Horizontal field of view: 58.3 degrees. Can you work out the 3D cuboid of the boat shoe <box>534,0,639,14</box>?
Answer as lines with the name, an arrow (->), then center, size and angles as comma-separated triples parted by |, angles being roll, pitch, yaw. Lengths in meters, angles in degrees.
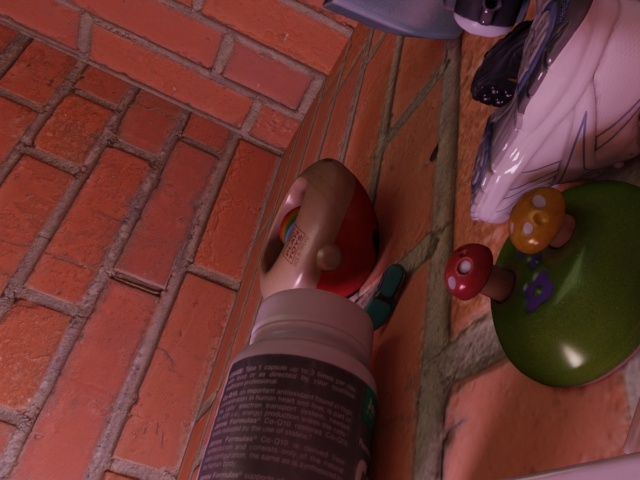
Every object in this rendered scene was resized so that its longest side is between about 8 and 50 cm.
boat shoe -> 0.221, -0.236, 0.461 | 0.305, 0.109, 0.091 | 57, -143, -48

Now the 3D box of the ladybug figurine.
ladybug figurine -> 0.000, 0.000, 1.112 | 0.305, 0.161, 0.449 | -64, 12, 9

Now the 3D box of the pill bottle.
pill bottle -> -0.037, 0.253, 0.720 | 0.204, 0.204, 0.361 | -52, 20, 48

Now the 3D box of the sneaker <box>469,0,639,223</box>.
sneaker -> 0.217, -0.089, 0.520 | 0.297, 0.129, 0.111 | 96, -171, -67

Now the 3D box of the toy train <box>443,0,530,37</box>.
toy train -> 0.211, -0.382, 0.593 | 0.190, 0.142, 0.334 | -65, -10, -54

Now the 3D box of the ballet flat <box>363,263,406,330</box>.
ballet flat -> 0.098, 0.086, 0.863 | 0.114, 0.041, 0.041 | -64, 13, 10

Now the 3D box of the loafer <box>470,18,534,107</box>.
loafer -> 0.251, -0.233, 0.692 | 0.223, 0.076, 0.078 | 152, 132, -76

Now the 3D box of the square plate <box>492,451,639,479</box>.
square plate -> 0.069, 0.285, 0.231 | 0.347, 0.049, 0.344 | -25, 47, 30

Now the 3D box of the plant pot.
plant pot -> 0.176, -0.507, 1.085 | 0.247, 0.252, 0.248 | -64, 13, 16

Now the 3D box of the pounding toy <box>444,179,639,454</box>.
pounding toy -> 0.181, 0.023, 0.451 | 0.183, 0.110, 0.237 | -65, 12, 8
